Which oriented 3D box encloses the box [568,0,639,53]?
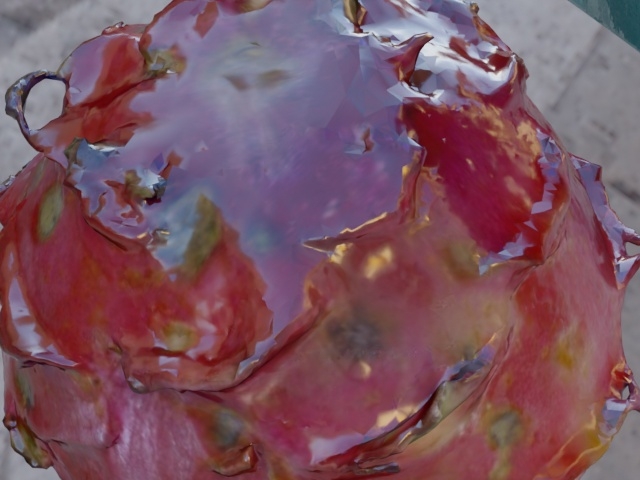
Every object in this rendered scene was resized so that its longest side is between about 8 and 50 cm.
[{"bbox_3d":[0.209,-0.220,1.239,0.042,0.161,0.226,-3,20,-10],"label":"box"}]

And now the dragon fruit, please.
[{"bbox_3d":[0.000,0.000,1.012,0.371,0.249,0.386,-7,51,-9],"label":"dragon fruit"}]
